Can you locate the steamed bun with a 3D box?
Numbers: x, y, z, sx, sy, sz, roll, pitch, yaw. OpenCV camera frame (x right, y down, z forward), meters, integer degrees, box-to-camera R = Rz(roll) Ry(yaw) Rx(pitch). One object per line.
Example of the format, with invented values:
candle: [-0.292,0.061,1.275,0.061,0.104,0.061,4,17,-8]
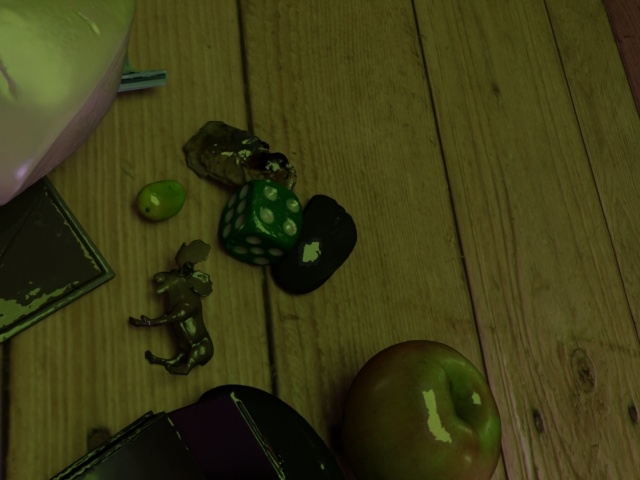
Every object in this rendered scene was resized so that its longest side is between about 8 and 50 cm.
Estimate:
steamed bun: [-0.491,-0.305,1.085,0.371,0.290,0.456,29,55,-20]

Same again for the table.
table: [-0.232,0.366,0.995,0.250,0.282,0.196,-29,90,-42]

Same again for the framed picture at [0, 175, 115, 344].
framed picture: [-0.522,0.035,1.096,0.335,0.022,0.247,-37,94,-42]

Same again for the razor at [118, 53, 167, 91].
razor: [-0.410,-0.410,1.383,0.111,0.056,0.278,-21,76,-41]

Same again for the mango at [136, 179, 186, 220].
mango: [-0.293,-0.077,1.309,0.108,0.056,0.073,-40,102,-45]

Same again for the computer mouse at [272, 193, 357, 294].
computer mouse: [0.000,0.000,1.489,0.137,0.086,0.270,47,47,-12]

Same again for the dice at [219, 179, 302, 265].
dice: [-0.117,-0.034,1.379,0.120,0.131,0.129,26,55,-28]

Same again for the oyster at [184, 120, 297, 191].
oyster: [-0.147,-0.165,1.423,0.232,0.107,0.162,35,58,0]

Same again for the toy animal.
toy animal: [-0.242,0.119,1.246,0.186,0.093,0.214,-24,93,-38]

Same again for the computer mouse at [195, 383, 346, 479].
computer mouse: [-0.075,0.334,1.149,0.323,0.116,0.183,34,8,32]

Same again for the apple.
apple: [0.183,0.355,1.348,0.319,0.277,0.319,28,46,-33]
